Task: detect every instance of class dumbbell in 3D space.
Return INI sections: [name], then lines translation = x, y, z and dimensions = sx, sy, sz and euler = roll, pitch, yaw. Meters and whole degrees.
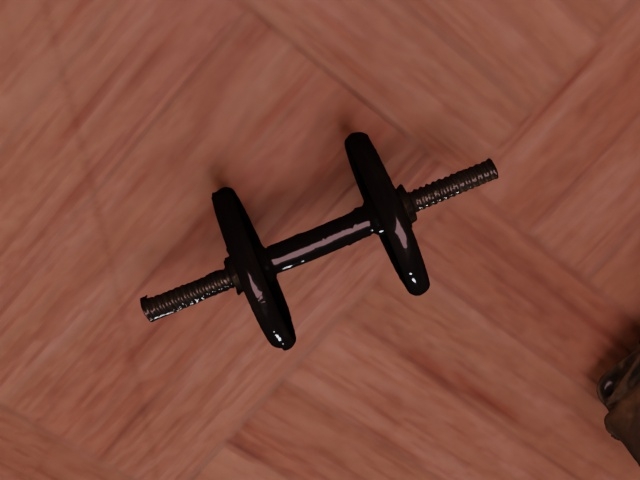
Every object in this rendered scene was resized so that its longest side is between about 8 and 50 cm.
[dumbbell]
translation = 0.000, 0.000, 0.448
dimensions = 0.147, 0.069, 0.069
euler = -23, 119, 1

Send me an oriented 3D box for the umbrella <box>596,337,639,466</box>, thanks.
[umbrella]
translation = 0.262, -0.018, 0.476
dimensions = 0.113, 0.106, 0.357
euler = 30, 107, -20
